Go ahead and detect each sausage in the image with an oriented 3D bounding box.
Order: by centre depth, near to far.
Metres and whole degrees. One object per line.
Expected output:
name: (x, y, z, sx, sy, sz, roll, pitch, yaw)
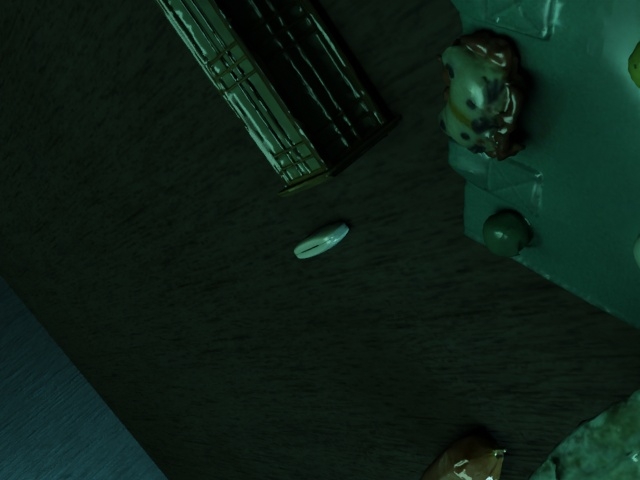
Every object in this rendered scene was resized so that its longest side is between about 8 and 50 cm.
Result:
sausage: (0.154, 0.257, 0.866, 0.065, 0.065, 0.169, 40, 152, 15)

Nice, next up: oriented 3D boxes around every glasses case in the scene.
glasses case: (0.000, 0.000, 0.794, 0.021, 0.032, 0.083, 55, 151, -6)

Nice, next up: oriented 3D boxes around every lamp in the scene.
lamp: (-0.073, -0.192, 0.608, 0.325, 0.089, 0.090, 56, 151, -12)

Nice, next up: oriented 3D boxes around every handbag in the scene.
handbag: (0.184, -0.054, 0.411, 0.274, 0.100, 0.268, 27, 145, 33)

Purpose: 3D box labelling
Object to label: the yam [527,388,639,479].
yam: (0.241, 0.205, 0.434, 0.241, 0.241, 0.348, 31, 173, 29)
